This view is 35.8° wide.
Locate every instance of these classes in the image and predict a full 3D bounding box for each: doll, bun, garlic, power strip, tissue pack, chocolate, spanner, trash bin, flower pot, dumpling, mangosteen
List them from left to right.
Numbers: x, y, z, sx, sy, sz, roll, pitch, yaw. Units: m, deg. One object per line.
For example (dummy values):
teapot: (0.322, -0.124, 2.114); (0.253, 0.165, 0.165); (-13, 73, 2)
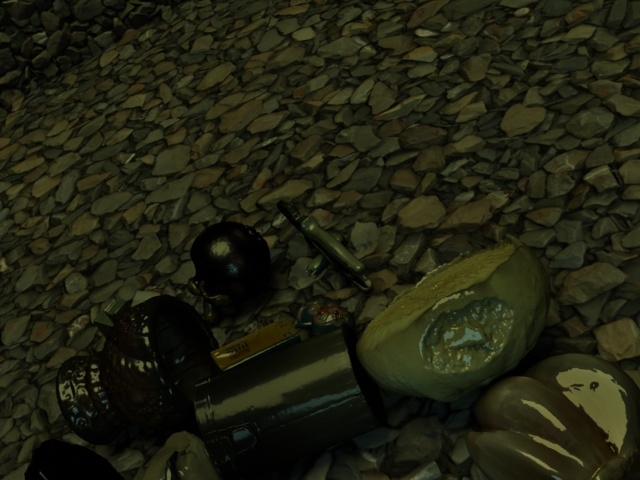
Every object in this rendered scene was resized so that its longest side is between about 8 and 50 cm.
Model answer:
chocolate: (-0.482, 0.506, 1.846); (0.224, 0.206, 0.177); (43, 101, 13)
power strip: (-0.420, 0.194, 2.165); (0.215, 0.145, 0.061); (9, 50, 38)
flower pot: (-0.363, 0.272, 1.968); (0.267, 0.266, 0.267); (-25, 37, 20)
dumpling: (-0.265, 0.477, 1.723); (0.204, 0.163, 0.293); (-14, 63, 16)
mangosteen: (-0.210, 0.070, 2.168); (0.230, 0.194, 0.194); (-56, 40, 6)
tissue pack: (-0.116, 0.238, 1.937); (0.169, 0.120, 0.082); (-25, 39, -10)
trash bin: (-0.053, 0.296, 1.787); (0.301, 0.203, 0.252); (-22, 4, 5)
spanner: (0.000, 0.000, 2.135); (0.040, 0.096, 0.325); (-38, 49, -13)
doll: (0.011, 0.030, 2.187); (0.037, 0.027, 0.125); (21, 59, 35)
doll: (0.014, 0.166, 1.990); (0.114, 0.086, 0.152); (-21, 23, -22)
bun: (0.250, 0.159, 1.740); (0.364, 0.202, 0.364); (-32, 5, 3)
garlic: (0.387, 0.296, 1.590); (0.279, 0.132, 0.325); (-33, 43, -19)
